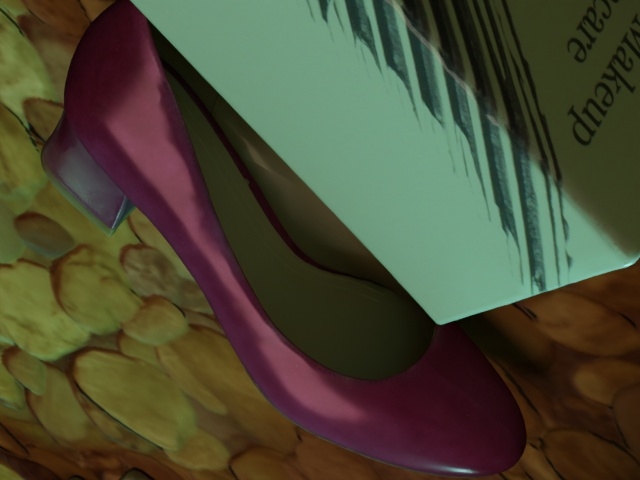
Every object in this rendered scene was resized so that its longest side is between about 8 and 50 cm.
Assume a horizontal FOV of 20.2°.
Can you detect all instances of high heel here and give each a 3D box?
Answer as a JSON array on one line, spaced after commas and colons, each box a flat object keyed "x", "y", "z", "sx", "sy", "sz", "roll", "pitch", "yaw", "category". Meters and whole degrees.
[{"x": 0.000, "y": 0.000, "z": 0.716, "sx": 0.244, "sy": 0.082, "sz": 0.117, "roll": 41, "pitch": 144, "yaw": 1, "category": "high heel"}]

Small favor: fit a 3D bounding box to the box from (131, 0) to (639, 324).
[{"x": -0.001, "y": -0.110, "z": 0.541, "sx": 0.275, "sy": 0.113, "sz": 0.094, "roll": 44, "pitch": 144, "yaw": -19, "category": "box"}]

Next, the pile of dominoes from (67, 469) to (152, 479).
[{"x": -0.074, "y": 0.243, "z": 1.107, "sx": 0.251, "sy": 0.040, "sz": 0.196, "roll": 39, "pitch": 146, "yaw": -8, "category": "pile of dominoes"}]
